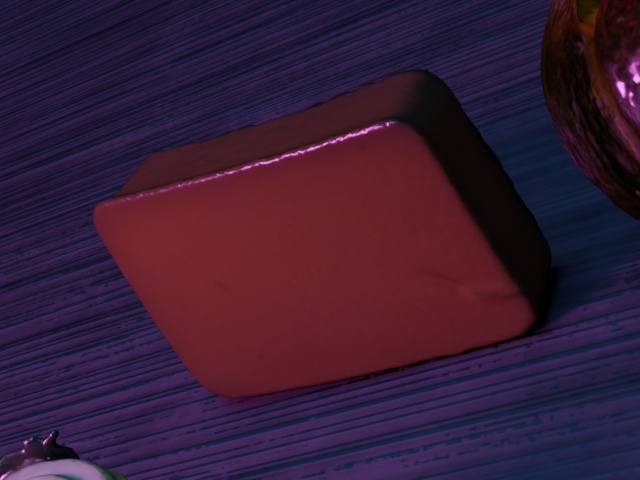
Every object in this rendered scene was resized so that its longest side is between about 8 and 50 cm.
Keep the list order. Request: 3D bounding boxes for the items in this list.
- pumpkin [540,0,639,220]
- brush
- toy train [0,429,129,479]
[{"bbox_3d":[0.197,-0.099,0.702,0.238,0.159,0.238,-49,10,12],"label":"pumpkin"},{"bbox_3d":[0.000,0.000,0.825,0.197,0.123,0.059,-14,30,36],"label":"brush"},{"bbox_3d":[-0.124,0.197,0.623,0.272,0.159,0.188,-24,31,12],"label":"toy train"}]
